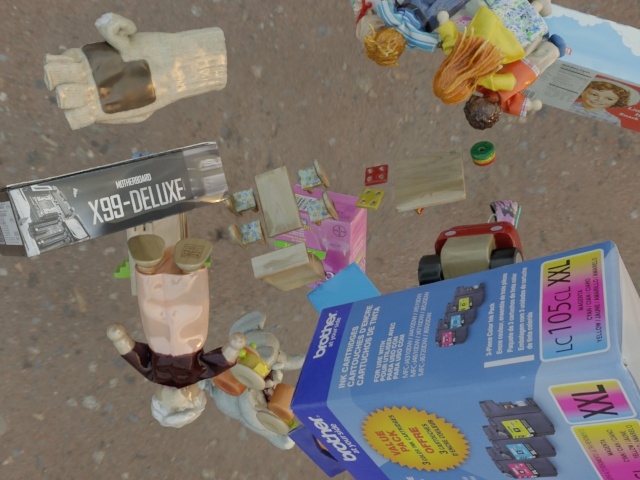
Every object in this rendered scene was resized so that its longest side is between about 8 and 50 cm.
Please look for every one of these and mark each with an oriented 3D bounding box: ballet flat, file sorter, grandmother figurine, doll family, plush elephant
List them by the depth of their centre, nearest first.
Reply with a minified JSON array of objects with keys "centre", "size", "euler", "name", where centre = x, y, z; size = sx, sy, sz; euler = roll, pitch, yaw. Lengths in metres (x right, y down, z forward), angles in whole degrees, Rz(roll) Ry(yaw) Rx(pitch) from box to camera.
[{"centre":[0.137,-0.234,0.739],"size":[0.263,0.118,0.163],"euler":[42,82,19],"name":"doll family"},{"centre":[-0.219,0.158,1.049],"size":[0.208,0.104,0.342],"euler":[10,121,4],"name":"grandmother figurine"},{"centre":[0.073,0.155,1.334],"size":[0.118,0.104,0.170],"euler":[-34,66,-8],"name":"file sorter"},{"centre":[0.368,0.024,1.397],"size":[0.079,0.077,0.221],"euler":[4,83,10],"name":"ballet flat"},{"centre":[-0.161,0.342,1.788],"size":[0.330,0.272,0.255],"euler":[27,115,-24],"name":"plush elephant"}]

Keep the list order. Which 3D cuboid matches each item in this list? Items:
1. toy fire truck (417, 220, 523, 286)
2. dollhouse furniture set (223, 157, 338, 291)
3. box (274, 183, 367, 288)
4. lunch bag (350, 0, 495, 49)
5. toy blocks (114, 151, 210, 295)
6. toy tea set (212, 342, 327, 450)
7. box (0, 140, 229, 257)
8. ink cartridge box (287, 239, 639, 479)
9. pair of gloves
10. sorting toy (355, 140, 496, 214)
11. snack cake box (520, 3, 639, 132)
[{"centre":[0.253,0.064,0.895],"size":[0.159,0.246,0.217],"euler":[-7,110,27],"name":"toy fire truck"},{"centre":[-0.080,-0.037,1.344],"size":[0.212,0.161,0.242],"euler":[-18,73,9],"name":"dollhouse furniture set"},{"centre":[0.000,0.000,1.742],"size":[0.214,0.117,0.243],"euler":[14,130,19],"name":"box"},{"centre":[0.202,-0.458,1.273],"size":[0.279,0.224,0.107],"euler":[2,79,36],"name":"lunch bag"},{"centre":[-0.326,-0.063,1.378],"size":[0.191,0.381,0.260],"euler":[-1,108,-7],"name":"toy blocks"},{"centre":[-0.089,0.335,1.514],"size":[0.336,0.200,0.124],"euler":[47,54,-21],"name":"toy tea set"},{"centre":[-0.297,-0.049,0.838],"size":[0.242,0.307,0.076],"euler":[-21,102,-36],"name":"box"},{"centre":[0.157,0.183,0.724],"size":[0.396,0.151,0.270],"euler":[-16,125,34],"name":"ink cartridge box"},{"centre":[-0.204,-0.241,0.697],"size":[0.204,0.042,0.240],"euler":[-29,126,-29],"name":"pair of gloves"},{"centre":[0.206,-0.106,1.310],"size":[0.275,0.046,0.132],"euler":[-10,48,18],"name":"sorting toy"},{"centre":[0.442,-0.260,1.049],"size":[0.264,0.152,0.089],"euler":[19,79,5],"name":"snack cake box"}]
